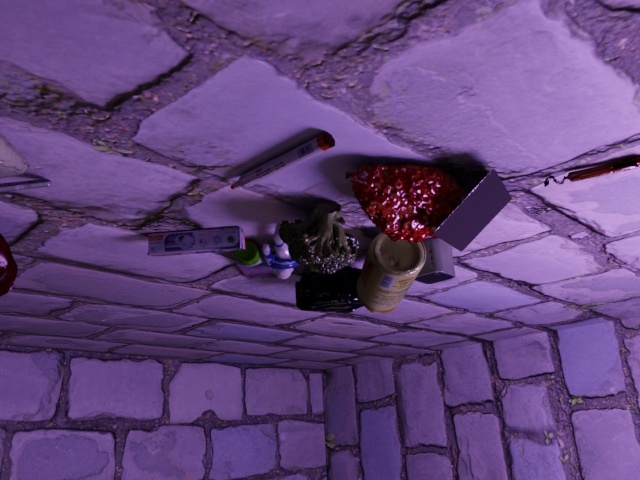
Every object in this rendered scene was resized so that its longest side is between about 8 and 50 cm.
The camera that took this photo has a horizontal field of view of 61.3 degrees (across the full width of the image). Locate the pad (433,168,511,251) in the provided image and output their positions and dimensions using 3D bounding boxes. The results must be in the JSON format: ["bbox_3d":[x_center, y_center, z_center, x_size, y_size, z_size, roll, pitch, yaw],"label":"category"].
[{"bbox_3d":[0.273,-0.046,0.950,0.143,0.003,0.211,-48,153,11],"label":"pad"}]

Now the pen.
[{"bbox_3d":[-0.067,-0.116,0.838,0.218,0.026,0.026,-19,154,38],"label":"pen"}]

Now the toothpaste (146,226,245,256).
[{"bbox_3d":[-0.255,0.003,1.111,0.197,0.047,0.040,-5,174,4],"label":"toothpaste"}]

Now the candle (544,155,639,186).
[{"bbox_3d":[0.467,-0.117,0.914,0.168,0.021,0.026,-11,178,19],"label":"candle"}]

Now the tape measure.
[{"bbox_3d":[0.049,0.124,1.381,0.199,0.112,0.186,2,167,-29],"label":"tape measure"}]

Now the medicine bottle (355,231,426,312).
[{"bbox_3d":[0.149,0.074,1.208,0.124,0.124,0.239,0,152,-8],"label":"medicine bottle"}]

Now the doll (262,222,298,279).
[{"bbox_3d":[-0.077,0.028,1.183,0.114,0.057,0.227,-3,151,-17],"label":"doll"}]

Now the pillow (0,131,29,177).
[{"bbox_3d":[-0.549,-0.139,0.641,0.281,0.076,0.274,-3,157,-1],"label":"pillow"}]

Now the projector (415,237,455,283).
[{"bbox_3d":[0.255,0.049,1.240,0.083,0.082,0.083,-20,153,38],"label":"projector"}]

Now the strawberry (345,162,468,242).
[{"bbox_3d":[0.150,-0.063,0.903,0.175,0.097,0.228,-16,158,27],"label":"strawberry"}]

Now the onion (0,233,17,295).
[{"bbox_3d":[-0.683,0.062,0.960,0.252,0.219,0.252,-6,151,-3],"label":"onion"}]

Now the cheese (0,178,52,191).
[{"bbox_3d":[-0.507,-0.075,0.806,0.192,0.037,0.097,-12,-157,-36],"label":"cheese"}]

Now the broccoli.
[{"bbox_3d":[0.000,0.000,1.005,0.146,0.137,0.162,23,-154,23],"label":"broccoli"}]

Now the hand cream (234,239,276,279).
[{"bbox_3d":[-0.152,0.060,1.284,0.079,0.050,0.275,21,167,7],"label":"hand cream"}]
